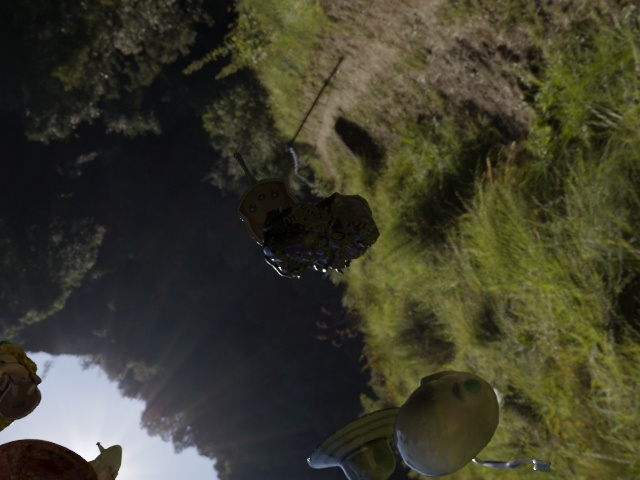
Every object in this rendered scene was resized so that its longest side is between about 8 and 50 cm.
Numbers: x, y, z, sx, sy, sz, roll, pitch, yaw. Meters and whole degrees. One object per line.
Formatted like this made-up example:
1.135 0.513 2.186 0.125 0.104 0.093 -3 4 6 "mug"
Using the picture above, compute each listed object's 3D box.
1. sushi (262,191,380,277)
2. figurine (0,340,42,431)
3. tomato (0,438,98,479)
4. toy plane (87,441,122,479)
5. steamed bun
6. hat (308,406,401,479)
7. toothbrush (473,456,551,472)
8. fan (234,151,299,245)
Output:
0.000 0.000 1.072 0.147 0.213 0.114 84 175 -57 "sushi"
-0.514 0.233 0.920 0.156 0.114 0.095 30 178 37 "figurine"
-0.585 0.533 1.148 0.309 0.308 0.170 29 167 -16 "tomato"
-0.554 0.583 1.373 0.101 0.251 0.255 56 -153 -20 "toy plane"
0.237 0.335 1.104 0.177 0.228 0.130 9 129 61 "steamed bun"
0.106 0.480 1.264 0.252 0.252 0.110 28 -154 -52 "hat"
0.420 0.498 1.283 0.021 0.027 0.269 21 156 -12 "toothbrush"
-0.129 -0.099 1.231 0.219 0.132 0.009 60 -176 10 "fan"
